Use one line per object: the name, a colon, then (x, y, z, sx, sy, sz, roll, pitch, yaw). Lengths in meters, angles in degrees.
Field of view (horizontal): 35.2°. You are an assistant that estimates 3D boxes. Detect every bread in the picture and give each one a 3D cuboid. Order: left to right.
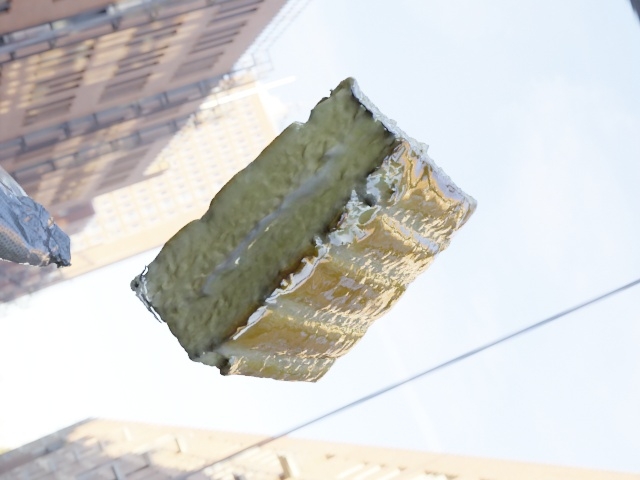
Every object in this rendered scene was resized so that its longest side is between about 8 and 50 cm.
bread: (0.000, 0.000, 0.830, 0.111, 0.239, 0.246, 47, 11, 22)

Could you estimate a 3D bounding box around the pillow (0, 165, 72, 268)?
pillow: (-0.214, -0.081, 0.457, 0.255, 0.059, 0.169, 45, -5, 33)
